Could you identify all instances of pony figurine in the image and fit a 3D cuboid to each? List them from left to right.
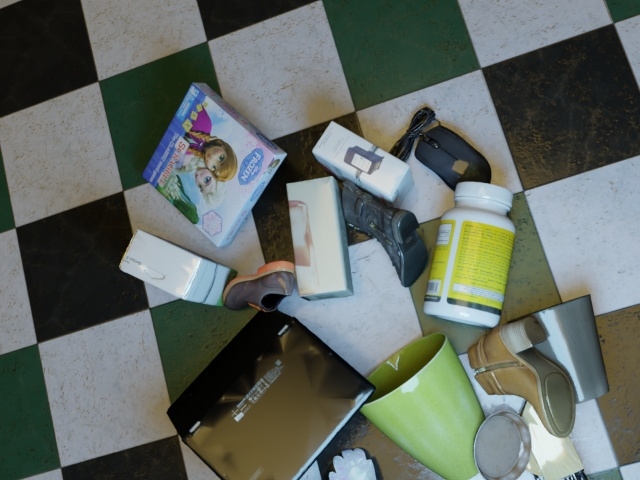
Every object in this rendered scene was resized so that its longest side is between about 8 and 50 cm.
[{"bbox_3d":[-0.006,0.682,1.778,0.303,0.363,0.351,-27,60,14],"label":"pony figurine"}]

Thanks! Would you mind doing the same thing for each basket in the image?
[{"bbox_3d":[0.582,0.266,1.789,0.204,0.154,0.227,-22,80,16],"label":"basket"}]

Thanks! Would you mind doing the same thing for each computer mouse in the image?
[{"bbox_3d":[0.320,-0.218,1.963,0.272,0.072,0.188,36,89,15],"label":"computer mouse"}]

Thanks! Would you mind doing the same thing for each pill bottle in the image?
[{"bbox_3d":[0.372,0.034,1.850,0.188,0.188,0.334,11,84,14],"label":"pill bottle"}]

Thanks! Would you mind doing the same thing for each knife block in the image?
[{"bbox_3d":[0.571,0.504,1.781,0.242,0.088,0.275,20,85,14],"label":"knife block"}]

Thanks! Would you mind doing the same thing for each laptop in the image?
[{"bbox_3d":[-0.137,0.387,1.828,0.408,0.236,0.382,39,78,18],"label":"laptop"}]

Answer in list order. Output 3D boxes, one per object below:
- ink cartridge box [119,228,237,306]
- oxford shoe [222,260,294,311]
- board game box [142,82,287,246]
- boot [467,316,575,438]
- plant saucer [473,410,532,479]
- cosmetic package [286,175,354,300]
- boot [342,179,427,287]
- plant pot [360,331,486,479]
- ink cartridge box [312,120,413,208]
[{"bbox_3d":[-0.361,0.077,1.957,0.198,0.273,0.114,23,86,15],"label":"ink cartridge box"},{"bbox_3d":[-0.166,0.141,1.940,0.271,0.097,0.098,-32,56,44],"label":"oxford shoe"},{"bbox_3d":[-0.294,-0.203,2.037,0.318,0.066,0.318,41,115,15],"label":"board game box"},{"bbox_3d":[0.454,0.336,1.753,0.109,0.220,0.283,-11,71,-35],"label":"boot"},{"bbox_3d":[0.410,0.471,1.721,0.168,0.029,0.168,1,88,-26],"label":"plant saucer"},{"bbox_3d":[0.000,0.000,1.956,0.129,0.153,0.296,-8,78,10],"label":"cosmetic package"},{"bbox_3d":[0.155,-0.021,1.940,0.091,0.263,0.229,-34,41,-28],"label":"boot"},{"bbox_3d":[0.272,0.417,1.792,0.275,0.275,0.293,-37,94,4],"label":"plant pot"},{"bbox_3d":[0.114,-0.187,1.949,0.237,0.172,0.100,32,87,15],"label":"ink cartridge box"}]
